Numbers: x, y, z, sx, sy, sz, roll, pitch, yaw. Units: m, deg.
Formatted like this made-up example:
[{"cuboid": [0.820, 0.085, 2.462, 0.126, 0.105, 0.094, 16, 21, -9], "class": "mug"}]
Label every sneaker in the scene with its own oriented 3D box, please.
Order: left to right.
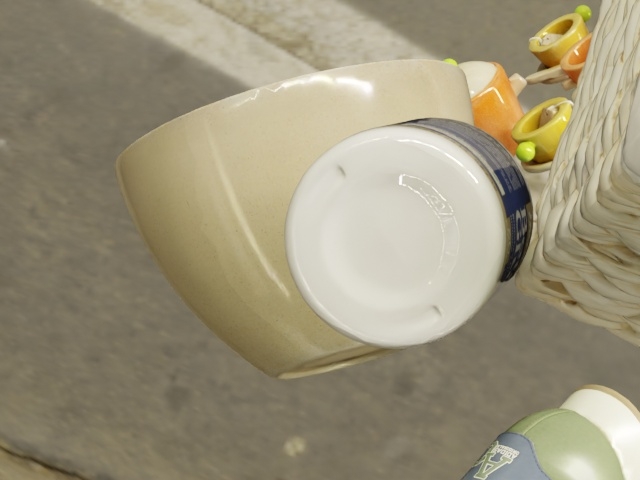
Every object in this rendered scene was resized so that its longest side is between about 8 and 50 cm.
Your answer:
[{"cuboid": [0.100, 0.159, 0.686, 0.086, 0.064, 0.192, -19, 95, -36], "class": "sneaker"}]

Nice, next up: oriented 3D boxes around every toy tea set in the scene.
[{"cuboid": [0.251, -0.210, 1.930, 0.336, 0.200, 0.124, -50, 115, -29], "class": "toy tea set"}]

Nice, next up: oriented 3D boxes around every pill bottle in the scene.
[{"cuboid": [0.048, -0.009, 0.816, 0.094, 0.169, 0.094, 1, 97, 13], "class": "pill bottle"}]

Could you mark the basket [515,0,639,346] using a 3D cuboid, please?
[{"cuboid": [0.301, -0.087, 0.811, 0.331, 0.266, 0.328, 20, 73, 0], "class": "basket"}]

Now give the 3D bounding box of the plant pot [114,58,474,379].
[{"cuboid": [0.000, 0.000, 1.379, 0.284, 0.284, 0.191, -10, 80, -27], "class": "plant pot"}]
